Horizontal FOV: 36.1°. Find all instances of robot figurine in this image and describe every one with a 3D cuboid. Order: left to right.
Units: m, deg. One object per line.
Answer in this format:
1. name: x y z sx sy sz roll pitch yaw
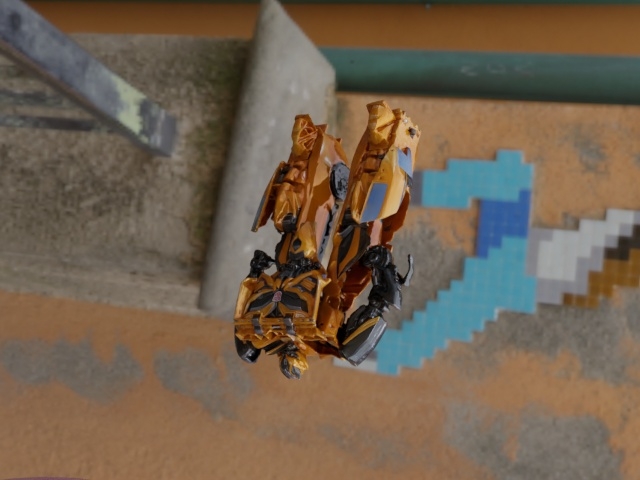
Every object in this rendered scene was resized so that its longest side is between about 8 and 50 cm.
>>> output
1. robot figurine: 0.000 0.000 1.009 0.085 0.211 0.291 42 54 -41

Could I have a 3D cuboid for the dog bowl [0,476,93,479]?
1. dog bowl: -0.170 0.325 0.582 0.150 0.408 0.407 -99 -171 -77
